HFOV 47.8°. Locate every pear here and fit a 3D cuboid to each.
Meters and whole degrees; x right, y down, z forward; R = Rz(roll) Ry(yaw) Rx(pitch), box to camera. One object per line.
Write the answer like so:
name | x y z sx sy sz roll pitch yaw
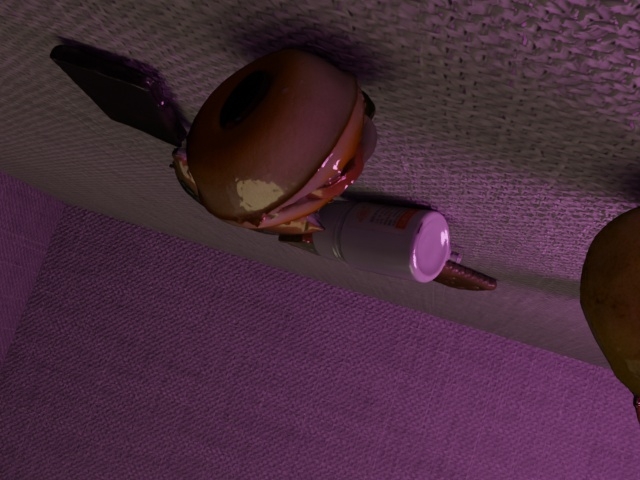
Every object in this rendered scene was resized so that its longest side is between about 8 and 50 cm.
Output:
pear | 0.436 0.073 0.851 0.271 0.271 0.271 18 172 3

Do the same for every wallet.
wallet | -0.317 -0.232 1.189 0.165 0.042 0.309 19 172 3

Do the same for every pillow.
pillow | -0.159 -0.094 1.452 0.312 0.119 0.310 26 174 -12

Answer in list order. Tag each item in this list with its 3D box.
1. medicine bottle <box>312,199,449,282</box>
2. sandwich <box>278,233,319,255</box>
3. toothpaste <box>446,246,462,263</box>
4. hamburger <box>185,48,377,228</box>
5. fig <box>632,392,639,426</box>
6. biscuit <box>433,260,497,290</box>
medicine bottle | 0.114 -0.004 1.416 0.252 0.144 0.144 8 167 38
sandwich | 0.000 0.000 1.965 0.186 0.065 0.215 21 172 -23
toothpaste | 0.197 0.001 1.626 0.248 0.046 0.078 19 168 9
hamburger | -0.050 -0.112 0.816 0.237 0.237 0.147 9 152 48
fig | 0.682 0.251 1.510 0.186 0.249 0.204 28 171 2
biscuit | 0.283 0.071 1.905 0.325 0.044 0.217 21 173 -24
